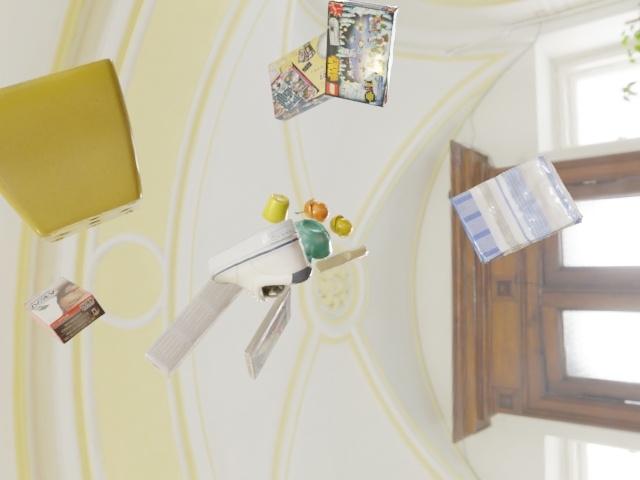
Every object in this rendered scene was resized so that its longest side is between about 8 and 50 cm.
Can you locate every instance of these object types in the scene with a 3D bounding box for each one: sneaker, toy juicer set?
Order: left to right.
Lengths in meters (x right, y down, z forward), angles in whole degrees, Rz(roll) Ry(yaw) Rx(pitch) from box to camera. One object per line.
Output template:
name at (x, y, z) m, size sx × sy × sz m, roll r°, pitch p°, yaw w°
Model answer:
sneaker at (-0.094, 0.046, 0.781) m, size 0.094 × 0.258 × 0.091 m, roll -21°, pitch -92°, yaw -27°
toy juicer set at (0.000, 0.000, 1.376) m, size 0.209 × 0.329 × 0.089 m, roll 0°, pitch -56°, yaw -33°

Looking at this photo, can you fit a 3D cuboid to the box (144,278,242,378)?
box at (-0.234, 0.137, 1.148) m, size 0.067 × 0.063 × 0.324 m, roll 36°, pitch -117°, yaw 3°

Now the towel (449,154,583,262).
towel at (0.518, -0.084, 1.452) m, size 0.034 × 0.285 × 0.209 m, roll 36°, pitch -150°, yaw -76°

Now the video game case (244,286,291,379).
video game case at (-0.127, 0.232, 1.366) m, size 0.201 × 0.023 × 0.183 m, roll -59°, pitch -13°, yaw -29°

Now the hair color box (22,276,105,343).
hair color box at (-0.499, 0.131, 1.058) m, size 0.093 × 0.167 × 0.053 m, roll -42°, pitch -55°, yaw -31°

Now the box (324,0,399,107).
box at (0.055, -0.263, 0.769) m, size 0.027 × 0.094 × 0.137 m, roll -57°, pitch -23°, yaw -45°

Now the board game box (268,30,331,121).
board game box at (-0.030, -0.439, 1.456) m, size 0.042 × 0.243 × 0.165 m, roll 9°, pitch -111°, yaw -52°

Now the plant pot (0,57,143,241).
plant pot at (-0.367, -0.110, 0.790) m, size 0.212 × 0.212 × 0.187 m, roll -25°, pitch -84°, yaw -21°
